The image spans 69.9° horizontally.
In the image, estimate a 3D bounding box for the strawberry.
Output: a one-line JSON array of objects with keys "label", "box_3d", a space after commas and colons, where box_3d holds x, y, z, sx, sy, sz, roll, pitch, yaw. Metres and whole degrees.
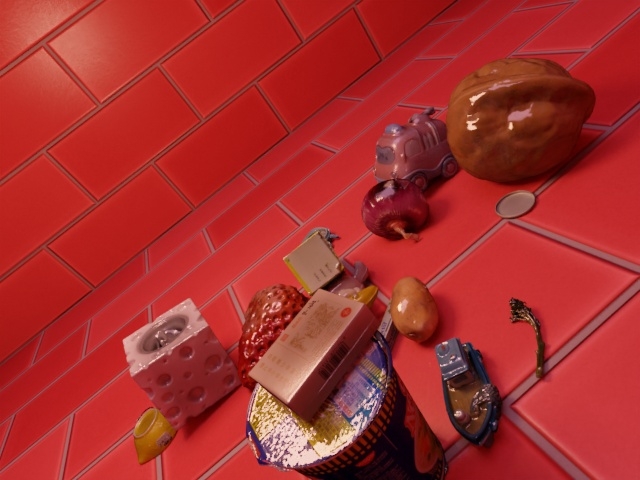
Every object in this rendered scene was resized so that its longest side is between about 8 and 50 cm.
[{"label": "strawberry", "box_3d": [-0.161, 0.273, 1.376, 0.265, 0.149, 0.335, -13, 37, 34]}]

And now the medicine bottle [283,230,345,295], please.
[{"label": "medicine bottle", "box_3d": [-0.013, 0.080, 1.394, 0.141, 0.137, 0.250, -40, -7, -4]}]

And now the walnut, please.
[{"label": "walnut", "box_3d": [0.551, -0.342, 1.324, 0.384, 0.383, 0.383, -28, 30, 17]}]

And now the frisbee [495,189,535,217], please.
[{"label": "frisbee", "box_3d": [0.543, -0.100, 1.276, 0.110, 0.014, 0.110, -26, 31, 17]}]

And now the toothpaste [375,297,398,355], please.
[{"label": "toothpaste", "box_3d": [0.178, 0.222, 1.176, 0.034, 0.046, 0.164, -6, 40, 39]}]

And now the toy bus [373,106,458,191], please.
[{"label": "toy bus", "box_3d": [0.317, -0.310, 1.578, 0.295, 0.231, 0.197, -26, 25, -16]}]

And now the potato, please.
[{"label": "potato", "box_3d": [0.230, 0.163, 1.127, 0.178, 0.119, 0.109, -84, 9, -52]}]

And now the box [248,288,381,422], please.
[{"label": "box", "box_3d": [-0.011, 0.183, 0.771, 0.201, 0.058, 0.141, -50, 30, -21]}]

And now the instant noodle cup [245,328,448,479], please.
[{"label": "instant noodle cup", "box_3d": [0.072, 0.346, 0.828, 0.284, 0.312, 0.284, -28, 30, 18]}]

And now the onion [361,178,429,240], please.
[{"label": "onion", "box_3d": [0.231, -0.109, 1.449, 0.208, 0.200, 0.200, 6, 49, 40]}]

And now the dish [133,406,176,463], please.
[{"label": "dish", "box_3d": [-0.509, 0.568, 1.401, 0.149, 0.080, 0.207, -8, 41, 41]}]

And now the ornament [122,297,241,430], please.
[{"label": "ornament", "box_3d": [-0.418, 0.364, 1.391, 0.239, 0.239, 0.240, -34, 26, -17]}]

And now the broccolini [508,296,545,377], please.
[{"label": "broccolini", "box_3d": [0.435, 0.193, 0.938, 0.052, 0.054, 0.194, -10, 36, 9]}]

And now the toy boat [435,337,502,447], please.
[{"label": "toy boat", "box_3d": [0.285, 0.291, 0.899, 0.109, 0.098, 0.237, -30, 29, 20]}]

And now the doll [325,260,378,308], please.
[{"label": "doll", "box_3d": [0.061, 0.170, 1.310, 0.252, 0.111, 0.237, -42, 12, -2]}]

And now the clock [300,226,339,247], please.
[{"label": "clock", "box_3d": [-0.001, -0.001, 1.709, 0.147, 0.045, 0.108, 0, 46, 47]}]
